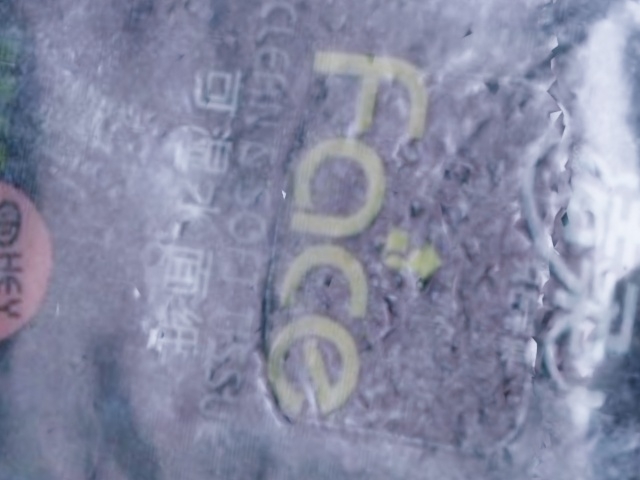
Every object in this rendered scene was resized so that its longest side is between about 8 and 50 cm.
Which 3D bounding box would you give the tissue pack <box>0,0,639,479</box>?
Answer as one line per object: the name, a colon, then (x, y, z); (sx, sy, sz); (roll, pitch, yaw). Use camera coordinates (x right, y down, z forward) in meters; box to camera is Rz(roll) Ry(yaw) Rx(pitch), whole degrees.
tissue pack: (0.000, 0.000, 0.718); (0.315, 0.103, 0.228); (8, 89, 21)
